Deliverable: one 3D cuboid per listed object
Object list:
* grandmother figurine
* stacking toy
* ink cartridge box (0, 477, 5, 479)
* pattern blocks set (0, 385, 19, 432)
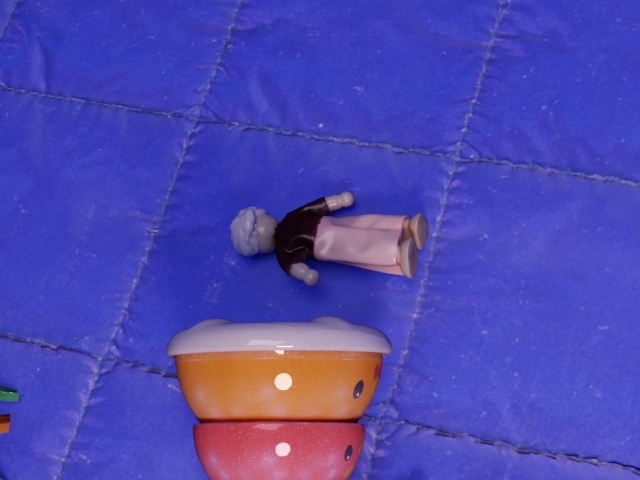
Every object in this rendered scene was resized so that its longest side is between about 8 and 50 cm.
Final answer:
[{"bbox_3d":[0.000,0.000,2.154,0.342,0.104,0.208,6,38,20],"label":"grandmother figurine"},{"bbox_3d":[-0.061,0.363,1.916,0.350,0.350,0.480,-2,83,13],"label":"stacking toy"},{"bbox_3d":[-0.641,0.487,2.003,0.121,0.211,0.289,12,69,18],"label":"ink cartridge box"},{"bbox_3d":[-0.646,0.279,2.072,0.285,0.325,0.026,14,102,24],"label":"pattern blocks set"}]
